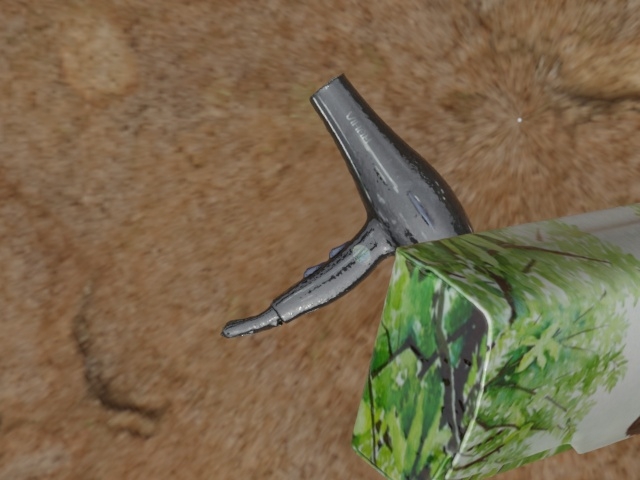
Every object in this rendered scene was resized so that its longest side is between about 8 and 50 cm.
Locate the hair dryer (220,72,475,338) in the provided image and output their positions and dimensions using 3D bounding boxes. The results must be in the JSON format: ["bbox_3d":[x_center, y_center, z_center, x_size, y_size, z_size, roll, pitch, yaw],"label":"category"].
[{"bbox_3d":[0.000,0.000,1.234,0.219,0.075,0.195,-37,93,-3],"label":"hair dryer"}]

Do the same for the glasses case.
[{"bbox_3d":[0.140,0.036,0.662,0.062,0.272,0.095,35,124,41],"label":"glasses case"}]
